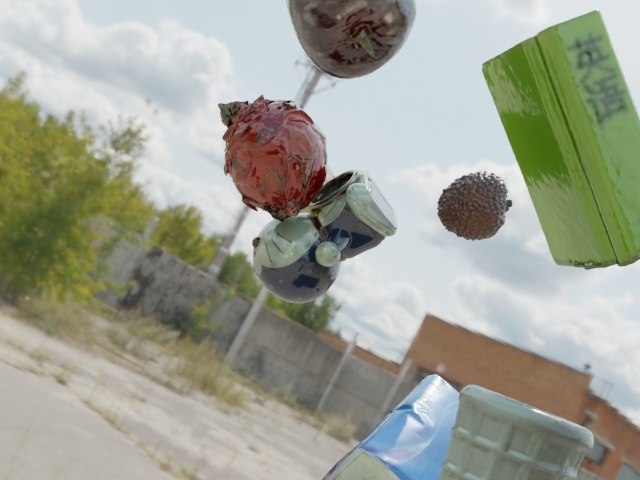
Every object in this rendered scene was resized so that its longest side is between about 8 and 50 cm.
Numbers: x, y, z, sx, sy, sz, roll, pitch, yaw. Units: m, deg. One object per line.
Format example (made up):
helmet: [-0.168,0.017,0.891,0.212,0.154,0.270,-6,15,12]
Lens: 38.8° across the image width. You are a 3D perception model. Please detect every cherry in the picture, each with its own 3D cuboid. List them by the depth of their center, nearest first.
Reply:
cherry: [0.051,-0.416,1.576,0.218,0.296,0.255,-17,-35,16]

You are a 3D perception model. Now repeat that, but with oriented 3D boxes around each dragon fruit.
dragon fruit: [-0.073,-0.134,1.432,0.172,0.172,0.209,137,-69,-81]

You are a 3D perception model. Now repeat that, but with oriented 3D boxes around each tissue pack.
tissue pack: [0.149,0.339,1.316,0.198,0.146,0.263,43,30,12]

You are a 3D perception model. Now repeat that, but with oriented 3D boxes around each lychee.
lychee: [0.267,-0.059,1.578,0.129,0.123,0.123,-9,7,-22]

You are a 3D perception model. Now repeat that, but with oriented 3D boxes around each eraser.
eraser: [0.298,-0.108,1.055,0.210,0.092,0.274,180,-111,-81]

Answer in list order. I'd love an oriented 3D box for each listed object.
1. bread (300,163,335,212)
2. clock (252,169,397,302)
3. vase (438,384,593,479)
bread: [-0.057,-0.154,1.980,0.239,0.111,0.246,62,15,25]
clock: [0.000,0.000,1.479,0.146,0.243,0.199,50,13,-21]
vase: [0.118,0.274,0.729,0.143,0.298,0.143,20,-4,1]
